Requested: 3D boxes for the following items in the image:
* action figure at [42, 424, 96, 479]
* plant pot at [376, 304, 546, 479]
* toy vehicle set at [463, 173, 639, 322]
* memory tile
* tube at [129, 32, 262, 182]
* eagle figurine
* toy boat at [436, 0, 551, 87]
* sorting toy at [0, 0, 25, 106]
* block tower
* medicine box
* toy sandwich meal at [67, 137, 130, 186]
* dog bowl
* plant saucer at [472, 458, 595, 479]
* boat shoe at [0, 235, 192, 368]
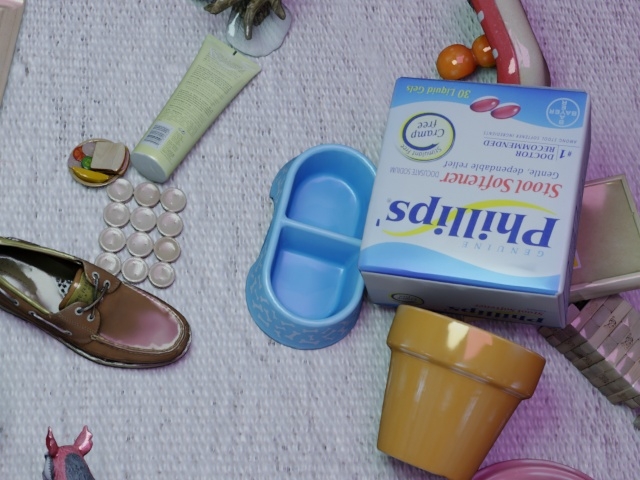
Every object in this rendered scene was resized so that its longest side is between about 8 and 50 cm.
[{"bbox_3d":[-0.279,0.396,1.392,0.248,0.276,0.370,-11,88,-9],"label":"action figure"},{"bbox_3d":[0.164,0.206,1.583,0.205,0.205,0.187,22,84,-4],"label":"plant pot"},{"bbox_3d":[0.312,0.009,1.688,0.267,0.035,0.166,-11,59,5],"label":"toy vehicle set"},{"bbox_3d":[-0.244,-0.011,1.660,0.113,0.012,0.148,9,69,-8],"label":"memory tile"},{"bbox_3d":[-0.178,-0.186,1.713,0.240,0.062,0.070,-59,133,-28],"label":"tube"},{"bbox_3d":[-0.122,-0.440,1.762,0.226,0.225,0.298,27,25,-43],"label":"eagle figurine"},{"bbox_3d":[0.244,-0.276,1.798,0.151,0.151,0.231,-23,75,13],"label":"toy boat"},{"bbox_3d":[-0.521,-0.269,1.681,0.193,0.038,0.208,11,74,-8],"label":"sorting toy"},{"bbox_3d":[0.463,0.204,1.690,0.335,0.091,0.097,44,69,4],"label":"block tower"},{"bbox_3d":[0.211,-0.051,1.619,0.264,0.149,0.289,7,69,15],"label":"medicine box"},{"bbox_3d":[-0.304,-0.110,1.664,0.086,0.029,0.085,2,62,-3],"label":"toy sandwich meal"},{"bbox_3d":[0.000,0.000,1.673,0.166,0.074,0.297,16,70,-6],"label":"dog bowl"},{"bbox_3d":[0.288,0.446,1.577,0.332,0.084,0.332,3,72,-10],"label":"plant saucer"},{"bbox_3d":[-0.311,0.081,1.565,0.307,0.104,0.110,19,69,-5],"label":"boat shoe"}]
